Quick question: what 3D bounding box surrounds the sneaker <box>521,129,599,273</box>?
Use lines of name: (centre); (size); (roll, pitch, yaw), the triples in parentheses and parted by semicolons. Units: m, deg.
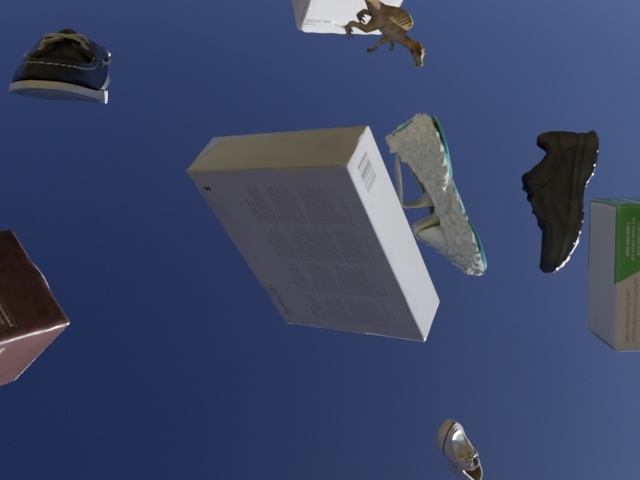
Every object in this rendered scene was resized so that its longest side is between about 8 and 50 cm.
sneaker: (0.449, -0.078, 1.213); (0.130, 0.109, 0.286); (12, -97, 17)

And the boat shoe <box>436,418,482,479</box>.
boat shoe: (0.146, 0.218, 0.640); (0.035, 0.100, 0.035); (19, -125, 40)

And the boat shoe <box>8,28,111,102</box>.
boat shoe: (-0.336, -0.231, 0.822); (0.114, 0.091, 0.302); (3, -168, -18)

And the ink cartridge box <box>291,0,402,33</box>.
ink cartridge box: (0.030, -0.489, 1.094); (0.172, 0.100, 0.237); (-4, -110, -19)

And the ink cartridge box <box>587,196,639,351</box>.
ink cartridge box: (0.550, 0.041, 0.898); (0.289, 0.211, 0.121); (-2, -173, 4)

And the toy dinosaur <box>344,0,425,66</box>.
toy dinosaur: (0.084, -0.318, 0.898); (0.093, 0.183, 0.053); (0, -115, 43)

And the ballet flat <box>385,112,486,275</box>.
ballet flat: (0.244, -0.082, 1.376); (0.147, 0.408, 0.147); (-20, -155, 10)

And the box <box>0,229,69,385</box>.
box: (-0.488, 0.109, 0.820); (0.168, 0.167, 0.203); (54, -155, 11)

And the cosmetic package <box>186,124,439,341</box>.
cosmetic package: (0.000, 0.000, 1.001); (0.285, 0.377, 0.097); (1, -134, 31)
